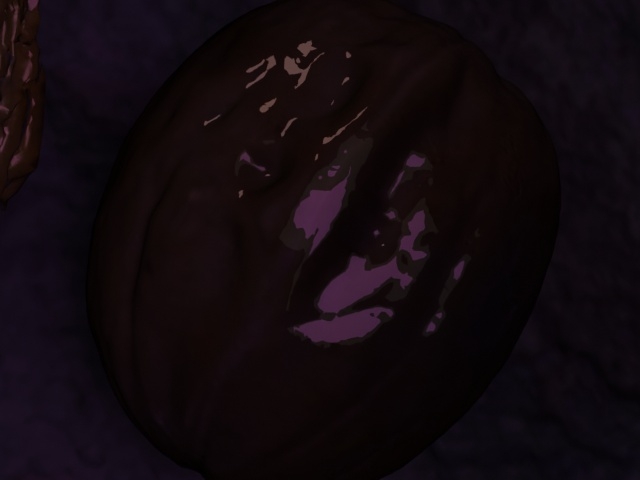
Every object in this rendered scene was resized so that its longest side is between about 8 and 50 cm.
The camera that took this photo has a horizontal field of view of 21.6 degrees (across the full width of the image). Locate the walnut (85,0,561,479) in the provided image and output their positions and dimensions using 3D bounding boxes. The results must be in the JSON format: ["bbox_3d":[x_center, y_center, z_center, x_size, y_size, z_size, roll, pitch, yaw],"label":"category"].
[{"bbox_3d":[0.000,0.001,0.532,0.140,0.140,0.162,39,68,-10],"label":"walnut"}]

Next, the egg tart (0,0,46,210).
[{"bbox_3d":[-0.200,-0.049,0.500,0.231,0.098,0.252,-16,95,-22],"label":"egg tart"}]
